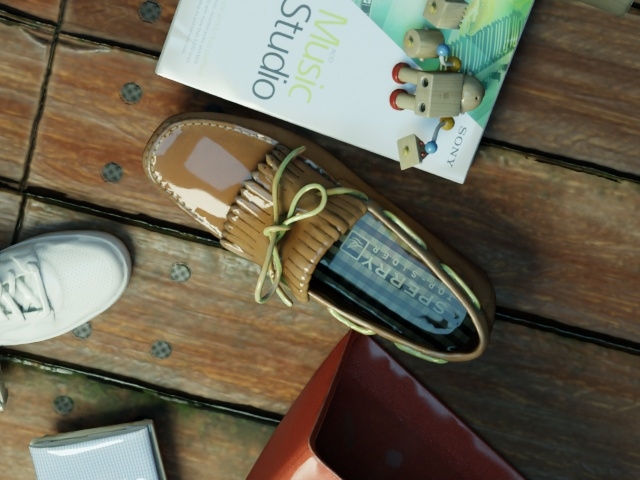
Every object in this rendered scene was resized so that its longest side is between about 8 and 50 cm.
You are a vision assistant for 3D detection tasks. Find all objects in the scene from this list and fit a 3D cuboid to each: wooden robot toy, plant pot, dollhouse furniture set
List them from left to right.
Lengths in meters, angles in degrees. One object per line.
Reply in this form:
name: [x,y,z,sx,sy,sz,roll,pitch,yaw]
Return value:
dollhouse furniture set: [-0.276,0.266,1.884,0.303,0.198,0.286,-8,110,5]
plant pot: [0.030,0.294,1.880,0.267,0.267,0.236,43,113,-8]
wooden robot toy: [0.118,-0.150,1.816,0.079,0.076,0.173,-3,107,-34]

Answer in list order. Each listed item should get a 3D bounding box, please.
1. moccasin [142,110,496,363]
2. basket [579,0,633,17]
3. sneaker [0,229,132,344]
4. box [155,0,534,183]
moccasin: [-0.002,0.002,1.856,0.380,0.147,0.139,37,102,-7]
basket: [0.182,-0.317,1.750,0.227,0.204,0.154,12,145,-4]
sneaker: [-0.331,0.073,1.874,0.293,0.169,0.108,-16,100,4]
box: [0.029,-0.215,1.851,0.322,0.058,0.232,19,103,-4]
